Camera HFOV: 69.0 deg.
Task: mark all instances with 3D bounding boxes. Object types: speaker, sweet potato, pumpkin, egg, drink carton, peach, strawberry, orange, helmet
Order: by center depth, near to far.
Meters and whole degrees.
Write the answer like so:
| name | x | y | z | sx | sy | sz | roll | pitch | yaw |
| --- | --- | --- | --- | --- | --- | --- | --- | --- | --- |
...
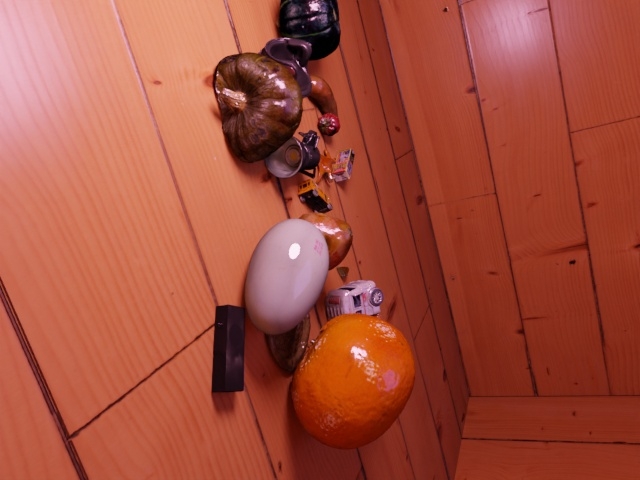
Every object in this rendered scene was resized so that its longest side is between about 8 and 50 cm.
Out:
| name | x | y | z | sx | sy | sz | roll | pitch | yaw |
| --- | --- | --- | --- | --- | --- | --- | --- | --- | --- |
| speaker | -0.236 | 0.281 | 1.214 | 0.082 | 0.044 | 0.218 | 30 | 54 | -57 |
| egg | -0.098 | 0.100 | 1.348 | 0.230 | 0.229 | 0.371 | 54 | 40 | -41 |
| pumpkin | -0.177 | -0.414 | 1.380 | 0.242 | 0.232 | 0.325 | -17 | 93 | -61 |
| orange | 0.091 | 0.421 | 1.448 | 0.326 | 0.424 | 0.424 | 41 | 34 | -2 |
| helmet | -0.119 | -0.572 | 1.577 | 0.216 | 0.193 | 0.189 | 46 | 43 | -28 |
| peach | 0.000 | 0.000 | 1.578 | 0.214 | 0.235 | 0.214 | 51 | 29 | -42 |
| pumpkin | -0.051 | -0.836 | 1.774 | 0.315 | 0.238 | 0.315 | -1 | 90 | -80 |
| strawberry | 0.039 | -0.494 | 1.974 | 0.106 | 0.106 | 0.106 | 32 | 53 | -56 |
| sweet potato | 0.019 | -0.600 | 1.979 | 0.292 | 0.097 | 0.097 | 42 | 45 | -54 |
| drink carton | 0.105 | -0.337 | 2.077 | 0.056 | 0.071 | 0.166 | 61 | 33 | -40 |

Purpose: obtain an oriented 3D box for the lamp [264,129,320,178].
| name | x | y | z | sx | sy | sz | roll | pitch | yaw |
| --- | --- | --- | --- | --- | --- | --- | --- | --- | --- |
| lamp | -0.074 | -0.301 | 1.616 | 0.227 | 0.147 | 0.172 | -23 | 135 | -63 |

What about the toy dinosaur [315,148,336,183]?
| name | x | y | z | sx | sy | sz | roll | pitch | yaw |
| --- | --- | --- | --- | --- | --- | --- | --- | --- | --- |
| toy dinosaur | 0.018 | -0.310 | 1.919 | 0.212 | 0.057 | 0.142 | -23 | 90 | -64 |

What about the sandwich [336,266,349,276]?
| name | x | y | z | sx | sy | sz | roll | pitch | yaw |
| --- | --- | --- | --- | --- | --- | --- | --- | --- | --- |
| sandwich | 0.096 | 0.131 | 1.942 | 0.083 | 0.030 | 0.044 | 9 | 69 | -60 |

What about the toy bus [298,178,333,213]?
| name | x | y | z | sx | sy | sz | roll | pitch | yaw |
| --- | --- | --- | --- | --- | --- | --- | --- | --- | --- |
| toy bus | -0.018 | -0.163 | 1.776 | 0.162 | 0.069 | 0.074 | 40 | 36 | -49 |

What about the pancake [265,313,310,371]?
| name | x | y | z | sx | sy | sz | roll | pitch | yaw |
| --- | --- | --- | --- | --- | --- | --- | --- | --- | --- |
| pancake | -0.101 | 0.288 | 1.494 | 0.250 | 0.031 | 0.250 | 21 | 66 | -58 |

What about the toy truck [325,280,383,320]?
| name | x | y | z | sx | sy | sz | roll | pitch | yaw |
| --- | --- | --- | --- | --- | --- | --- | --- | --- | --- |
| toy truck | 0.135 | 0.356 | 1.766 | 0.206 | 0.173 | 0.388 | -10 | 90 | -34 |
